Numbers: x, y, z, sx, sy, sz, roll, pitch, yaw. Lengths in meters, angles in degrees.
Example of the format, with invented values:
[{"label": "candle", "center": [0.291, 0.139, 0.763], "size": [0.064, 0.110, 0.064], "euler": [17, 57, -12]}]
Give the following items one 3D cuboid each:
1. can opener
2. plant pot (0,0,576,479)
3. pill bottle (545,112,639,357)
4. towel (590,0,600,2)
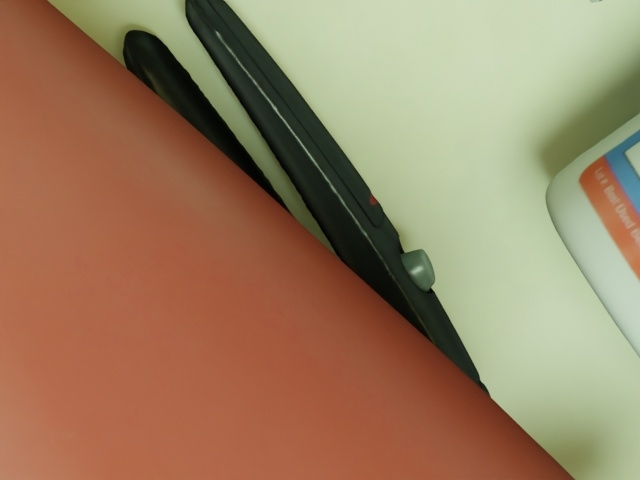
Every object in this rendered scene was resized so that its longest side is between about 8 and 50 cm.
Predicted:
[{"label": "can opener", "center": [0.000, 0.000, 0.550], "size": [0.059, 0.073, 0.186], "euler": [-28, 100, 0]}, {"label": "plant pot", "center": [-0.105, 0.062, 0.423], "size": [0.275, 0.275, 0.243], "euler": [-38, 91, -5]}, {"label": "pill bottle", "center": [0.195, -0.032, 0.534], "size": [0.221, 0.124, 0.124], "euler": [-36, 111, 13]}, {"label": "towel", "center": [0.182, -0.228, 0.514], "size": [0.283, 0.121, 0.235], "euler": [-24, 107, -9]}]
